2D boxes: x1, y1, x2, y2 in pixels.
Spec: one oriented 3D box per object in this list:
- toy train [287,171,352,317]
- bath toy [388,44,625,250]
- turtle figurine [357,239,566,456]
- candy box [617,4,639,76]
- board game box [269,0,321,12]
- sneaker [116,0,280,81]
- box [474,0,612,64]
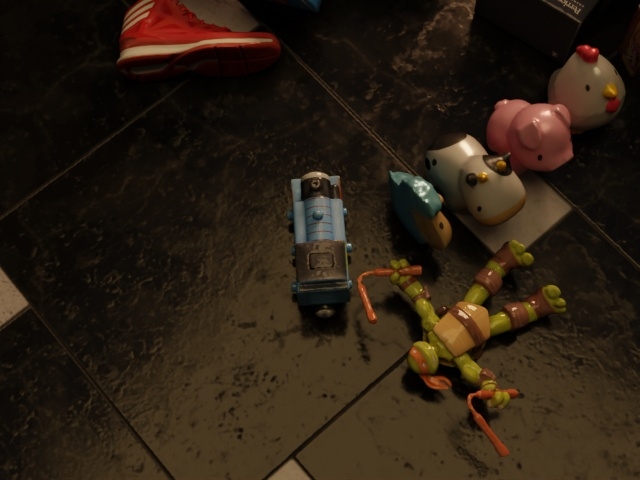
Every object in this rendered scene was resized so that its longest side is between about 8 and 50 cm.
[{"bbox_3d":[0.000,0.000,1.253,0.080,0.105,0.184,-3,69,-1],"label":"toy train"},{"bbox_3d":[0.250,-0.128,1.283,0.348,0.129,0.151,-35,62,-14],"label":"bath toy"},{"bbox_3d":[0.186,0.111,1.220,0.217,0.087,0.269,-33,69,-19],"label":"turtle figurine"},{"bbox_3d":[0.504,-0.290,1.364,0.186,0.109,0.053,-16,69,-5],"label":"candy box"},{"bbox_3d":[-0.111,-0.496,1.380,0.301,0.086,0.308,17,93,16],"label":"board game box"},{"bbox_3d":[-0.167,-0.293,1.382,0.221,0.087,0.128,-3,70,-2],"label":"sneaker"},{"bbox_3d":[0.333,-0.372,1.398,0.153,0.108,0.207,34,72,12],"label":"box"}]
